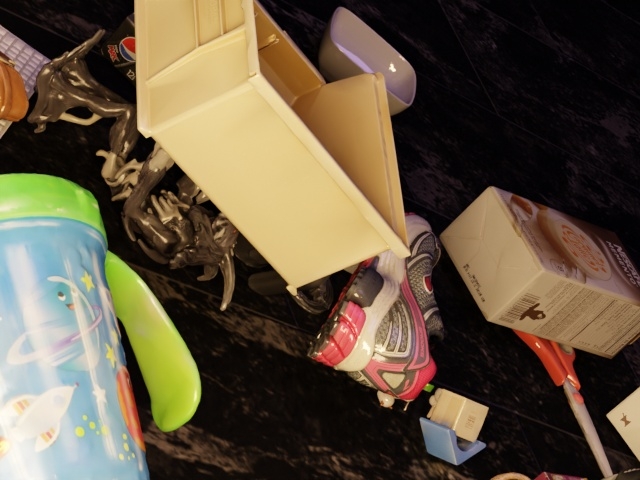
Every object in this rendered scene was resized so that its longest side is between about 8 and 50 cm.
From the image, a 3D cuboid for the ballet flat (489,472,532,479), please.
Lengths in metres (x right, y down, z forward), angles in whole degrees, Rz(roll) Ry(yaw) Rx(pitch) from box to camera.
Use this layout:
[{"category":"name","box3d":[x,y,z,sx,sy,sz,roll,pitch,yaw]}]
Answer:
[{"category":"ballet flat","box3d":[0.153,0.304,1.744,0.107,0.106,0.316,39,25,-13]}]

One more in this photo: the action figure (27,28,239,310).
[{"category":"action figure","box3d":[-0.145,-0.071,1.819,0.275,0.141,0.164,48,13,-3]}]

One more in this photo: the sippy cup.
[{"category":"sippy cup","box3d":[-0.227,0.107,1.341,0.240,0.305,0.224,101,-32,-66]}]

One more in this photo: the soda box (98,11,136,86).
[{"category":"soda box","box3d":[-0.177,-0.223,2.120,0.060,0.053,0.169,44,24,-3]}]

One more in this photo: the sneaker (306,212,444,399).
[{"category":"sneaker","box3d":[0.074,0.072,1.959,0.112,0.121,0.299,33,27,-1]}]

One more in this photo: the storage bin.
[{"category":"storage bin","box3d":[-0.045,-0.132,1.763,0.262,0.123,0.260,48,26,-41]}]

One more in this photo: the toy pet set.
[{"category":"toy pet set","box3d":[0.115,0.181,1.967,0.122,0.065,0.114,25,-4,-43]}]

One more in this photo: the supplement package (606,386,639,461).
[{"category":"supplement package","box3d":[0.520,0.221,2.343,0.263,0.199,0.198,2,49,-57]}]

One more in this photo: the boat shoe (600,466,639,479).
[{"category":"boat shoe","box3d":[0.318,0.334,1.929,0.114,0.091,0.302,39,37,-27]}]

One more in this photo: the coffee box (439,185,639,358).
[{"category":"coffee box","box3d":[0.276,0.040,2.322,0.246,0.098,0.141,17,36,-45]}]

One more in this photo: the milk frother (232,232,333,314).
[{"category":"milk frother","box3d":[0.000,0.000,1.946,0.143,0.135,0.129,12,71,-46]}]

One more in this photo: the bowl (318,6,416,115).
[{"category":"bowl","box3d":[0.053,-0.218,2.476,0.142,0.053,0.142,38,25,-13]}]

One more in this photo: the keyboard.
[{"category":"keyboard","box3d":[-0.311,-0.140,1.823,0.072,0.014,0.256,40,24,-11]}]

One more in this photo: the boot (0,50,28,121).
[{"category":"boot","box3d":[-0.346,-0.188,1.753,0.152,0.073,0.197,5,60,-58]}]

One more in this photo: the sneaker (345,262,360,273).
[{"category":"sneaker","box3d":[-0.034,-0.091,2.090,0.292,0.108,0.169,39,21,-36]}]

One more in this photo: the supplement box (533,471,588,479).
[{"category":"supplement box","box3d":[0.251,0.275,2.023,0.083,0.043,0.055,16,39,-48]}]

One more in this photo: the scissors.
[{"category":"scissors","box3d":[0.298,0.174,2.284,0.109,0.021,0.297,17,34,-49]}]
